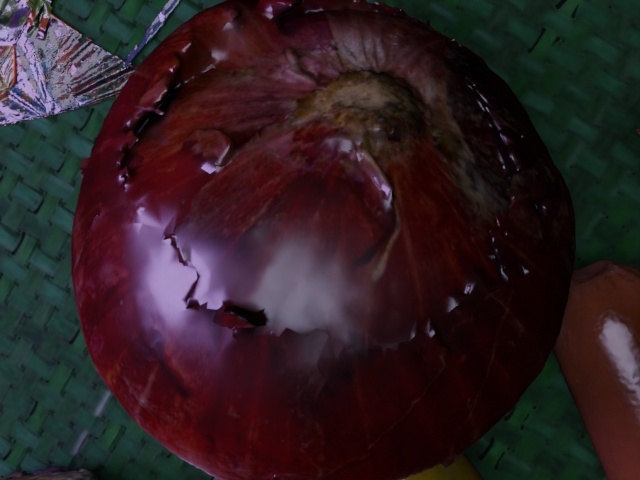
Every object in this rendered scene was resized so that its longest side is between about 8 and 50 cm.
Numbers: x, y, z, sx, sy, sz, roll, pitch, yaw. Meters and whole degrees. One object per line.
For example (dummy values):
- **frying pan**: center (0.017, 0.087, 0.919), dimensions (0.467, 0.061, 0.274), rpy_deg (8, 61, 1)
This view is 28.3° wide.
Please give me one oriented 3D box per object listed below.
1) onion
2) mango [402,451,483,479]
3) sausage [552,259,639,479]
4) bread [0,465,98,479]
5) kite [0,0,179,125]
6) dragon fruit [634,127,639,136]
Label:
- **onion**: center (0.000, 0.000, 0.689), dimensions (0.276, 0.276, 0.276), rpy_deg (1, 97, 7)
- **mango**: center (0.048, 0.198, 0.777), dimensions (0.130, 0.092, 0.195), rpy_deg (0, 101, 5)
- **sausage**: center (0.195, 0.103, 0.757), dimensions (0.077, 0.077, 0.194), rpy_deg (-22, 95, 9)
- **bread**: center (-0.207, 0.323, 0.792), dimensions (0.187, 0.155, 0.338), rpy_deg (-8, 94, 0)
- **kite**: center (-0.188, -0.138, 0.805), dimensions (0.183, 0.010, 0.160), rpy_deg (33, 99, 2)
- **dragon fruit**: center (0.311, -0.009, 0.714), dimensions (0.274, 0.161, 0.126), rpy_deg (30, 66, 14)
